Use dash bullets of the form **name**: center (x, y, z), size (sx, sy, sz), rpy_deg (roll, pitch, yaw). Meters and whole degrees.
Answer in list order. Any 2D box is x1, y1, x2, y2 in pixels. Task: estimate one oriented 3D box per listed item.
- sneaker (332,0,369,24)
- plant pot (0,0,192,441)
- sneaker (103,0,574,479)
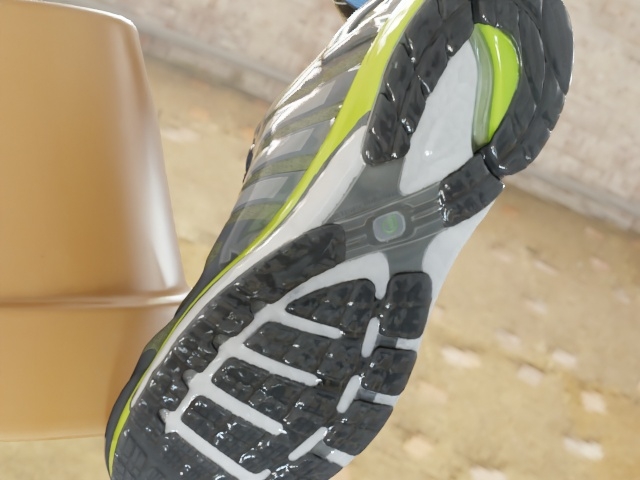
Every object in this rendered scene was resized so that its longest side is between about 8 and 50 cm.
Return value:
- **sneaker**: center (0.074, -0.125, 1.031), size (0.067, 0.078, 0.188), rpy_deg (-36, -121, -13)
- **plant pot**: center (-0.198, -0.018, 0.812), size (0.290, 0.204, 0.291), rpy_deg (2, -179, 0)
- **sneaker**: center (0.000, 0.000, 0.734), size (0.111, 0.300, 0.121), rpy_deg (40, 172, -24)
